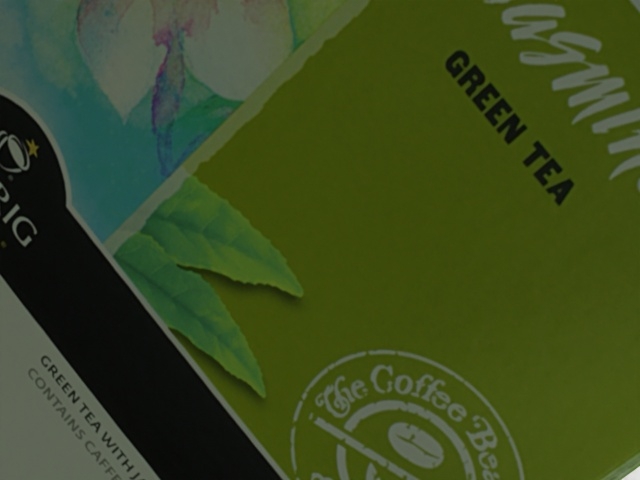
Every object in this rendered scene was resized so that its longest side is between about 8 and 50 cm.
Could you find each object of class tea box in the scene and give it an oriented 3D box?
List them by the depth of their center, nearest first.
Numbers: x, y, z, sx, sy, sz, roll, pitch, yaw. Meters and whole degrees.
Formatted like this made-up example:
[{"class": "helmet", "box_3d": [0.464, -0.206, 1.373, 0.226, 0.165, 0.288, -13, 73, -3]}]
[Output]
[{"class": "tea box", "box_3d": [0.067, -0.052, 0.641, 0.323, 0.220, 0.329, -44, 173, 34]}]
